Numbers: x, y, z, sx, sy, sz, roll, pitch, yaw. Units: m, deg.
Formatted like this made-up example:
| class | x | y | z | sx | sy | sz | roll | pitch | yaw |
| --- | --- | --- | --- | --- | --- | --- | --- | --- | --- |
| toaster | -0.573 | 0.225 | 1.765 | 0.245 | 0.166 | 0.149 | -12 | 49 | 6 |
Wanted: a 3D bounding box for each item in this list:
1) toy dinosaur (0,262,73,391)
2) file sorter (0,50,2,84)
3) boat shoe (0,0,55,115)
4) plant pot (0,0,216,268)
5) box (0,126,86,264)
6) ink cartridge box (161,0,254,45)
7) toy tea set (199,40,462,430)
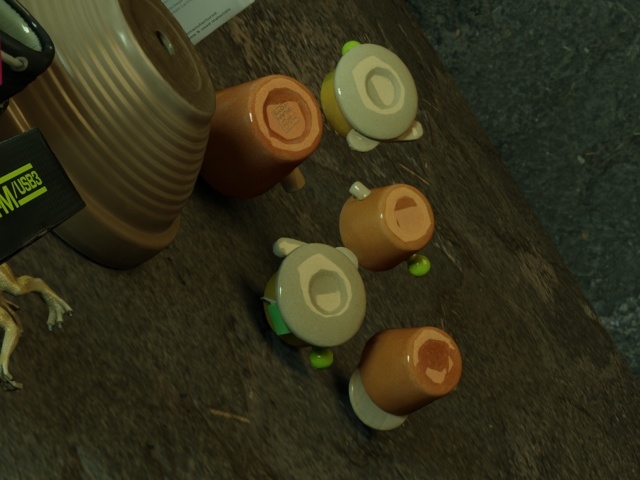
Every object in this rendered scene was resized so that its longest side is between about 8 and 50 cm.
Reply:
| class | x | y | z | sx | sy | sz | roll | pitch | yaw |
| --- | --- | --- | --- | --- | --- | --- | --- | --- | --- |
| toy dinosaur | -0.183 | 0.021 | 0.894 | 0.092 | 0.053 | 0.183 | 46 | 19 | -33 |
| file sorter | -0.294 | -0.161 | 0.661 | 0.291 | 0.182 | 0.202 | 44 | 22 | -39 |
| boat shoe | -0.275 | -0.186 | 0.940 | 0.302 | 0.091 | 0.114 | 46 | 19 | -37 |
| plant pot | -0.149 | -0.107 | 1.146 | 0.237 | 0.110 | 0.237 | 51 | 17 | -23 |
| box | -0.193 | 0.035 | 0.578 | 0.045 | 0.191 | 0.184 | 59 | 16 | -4 |
| ink cartridge box | -0.165 | -0.277 | 1.376 | 0.212 | 0.093 | 0.154 | 45 | 16 | -45 |
| toy tea set | 0.000 | 0.000 | 1.406 | 0.200 | 0.124 | 0.336 | -6 | 80 | -36 |
